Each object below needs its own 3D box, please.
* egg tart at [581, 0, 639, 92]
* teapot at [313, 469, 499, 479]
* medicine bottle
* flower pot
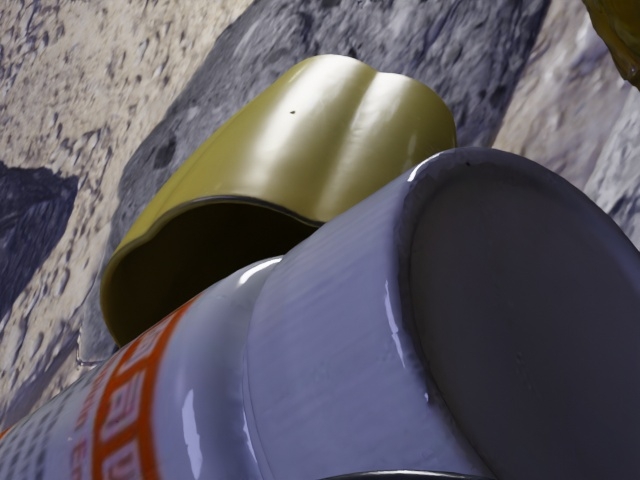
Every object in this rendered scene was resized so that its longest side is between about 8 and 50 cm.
[{"bbox_3d":[0.236,-0.185,0.791,0.339,0.153,0.351,-55,27,16],"label":"egg tart"},{"bbox_3d":[0.063,0.243,0.572,0.239,0.322,0.239,-62,-12,-51],"label":"teapot"},{"bbox_3d":[-0.018,0.125,0.854,0.371,0.211,0.211,-35,34,40],"label":"medicine bottle"},{"bbox_3d":[0.000,0.000,1.005,0.195,0.195,0.179,-34,22,39],"label":"flower pot"}]
